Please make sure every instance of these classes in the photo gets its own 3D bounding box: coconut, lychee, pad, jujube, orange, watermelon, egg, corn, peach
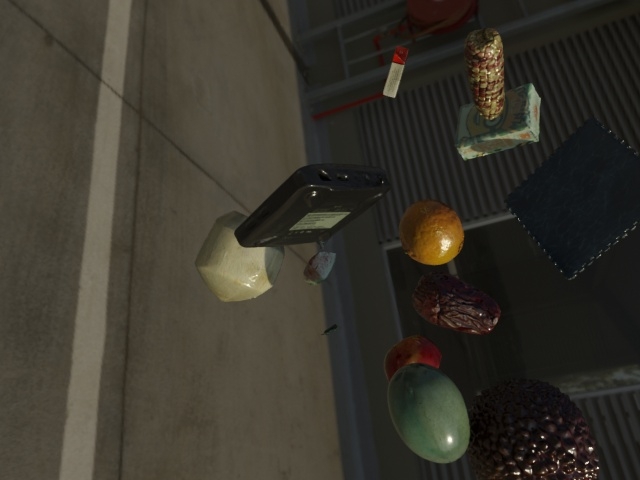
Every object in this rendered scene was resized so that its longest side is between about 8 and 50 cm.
[{"bbox_3d":[-0.235,0.057,1.541,0.247,0.245,0.245,-62,157,-3],"label":"coconut"},{"bbox_3d":[0.478,0.471,1.247,0.330,0.306,0.305,36,40,-49],"label":"lychee"},{"bbox_3d":[0.546,-0.093,1.122,0.012,0.269,0.269,22,30,-37],"label":"pad"},{"bbox_3d":[0.547,0.255,2.158,0.216,0.342,0.216,-57,161,-32],"label":"jujube"},{"bbox_3d":[0.352,-0.026,1.715,0.219,0.193,0.219,45,-23,25],"label":"orange"},{"bbox_3d":[-0.012,0.113,2.004,0.081,0.094,0.180,-76,-170,-54],"label":"watermelon"},{"bbox_3d":[0.246,0.390,1.211,0.236,0.169,0.169,61,15,4],"label":"egg"},{"bbox_3d":[0.443,-0.436,1.427,0.290,0.098,0.098,52,27,-54],"label":"corn"},{"bbox_3d":[0.297,0.399,1.670,0.192,0.190,0.190,59,12,12],"label":"peach"}]

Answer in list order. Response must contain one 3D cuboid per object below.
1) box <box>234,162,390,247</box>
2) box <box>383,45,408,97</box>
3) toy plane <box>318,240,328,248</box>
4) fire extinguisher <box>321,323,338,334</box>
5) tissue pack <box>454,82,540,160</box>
[{"bbox_3d":[-0.015,-0.069,1.211,0.290,0.289,0.073,-5,64,-46],"label":"box"},{"bbox_3d":[0.243,-0.540,1.717,0.100,0.048,0.152,-65,173,-71],"label":"box"},{"bbox_3d":[-0.002,0.001,1.947,0.078,0.024,0.084,14,47,-31],"label":"toy plane"},{"bbox_3d":[0.043,0.403,2.390,0.083,0.038,0.025,-26,102,-36],"label":"fire extinguisher"},{"bbox_3d":[0.705,-0.468,2.135,0.128,0.311,0.227,37,56,-39],"label":"tissue pack"}]
